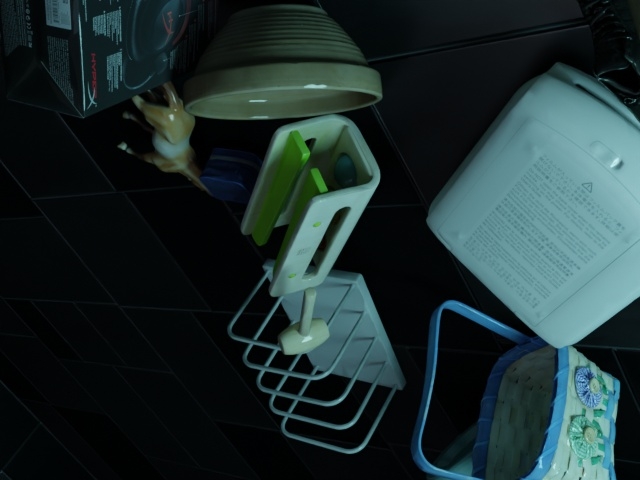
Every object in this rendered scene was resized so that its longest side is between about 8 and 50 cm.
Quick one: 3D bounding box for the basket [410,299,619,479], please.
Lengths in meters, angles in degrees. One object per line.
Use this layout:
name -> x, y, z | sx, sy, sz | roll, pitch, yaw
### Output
basket -> 0.272, 0.237, 1.299 | 0.288, 0.255, 0.201 | 19, 149, -11

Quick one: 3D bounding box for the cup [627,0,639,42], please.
cup -> 0.367, -0.191, 0.674 | 0.237, 0.331, 0.331 | 50, 152, 23

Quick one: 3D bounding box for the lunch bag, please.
lunch bag -> -0.130, -0.101, 1.387 | 0.098, 0.065, 0.067 | 12, 155, 29

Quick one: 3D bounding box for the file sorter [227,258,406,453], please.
file sorter -> -0.008, 0.197, 1.551 | 0.192, 0.173, 0.278 | 7, 137, 34

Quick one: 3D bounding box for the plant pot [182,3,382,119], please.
plant pot -> -0.047, -0.212, 1.094 | 0.237, 0.237, 0.110 | -4, 89, 44

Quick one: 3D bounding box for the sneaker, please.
sneaker -> 0.288, -0.192, 0.891 | 0.170, 0.089, 0.051 | 45, 145, -16

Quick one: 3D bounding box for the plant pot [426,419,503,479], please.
plant pot -> 0.316, 0.421, 1.485 | 0.255, 0.271, 0.272 | 49, 146, 4

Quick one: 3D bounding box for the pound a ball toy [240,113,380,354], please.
pound a ball toy -> 0.000, 0.000, 1.304 | 0.208, 0.135, 0.319 | 64, 154, 23

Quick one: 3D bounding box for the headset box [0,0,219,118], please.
headset box -> -0.216, -0.286, 1.023 | 0.110, 0.293, 0.218 | 16, 120, 21

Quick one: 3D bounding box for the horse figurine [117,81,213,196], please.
horse figurine -> -0.242, -0.175, 1.392 | 0.174, 0.066, 0.263 | 31, 149, 16

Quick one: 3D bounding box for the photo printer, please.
photo printer -> 0.280, -0.038, 1.044 | 0.256, 0.107, 0.307 | 44, 147, 10
